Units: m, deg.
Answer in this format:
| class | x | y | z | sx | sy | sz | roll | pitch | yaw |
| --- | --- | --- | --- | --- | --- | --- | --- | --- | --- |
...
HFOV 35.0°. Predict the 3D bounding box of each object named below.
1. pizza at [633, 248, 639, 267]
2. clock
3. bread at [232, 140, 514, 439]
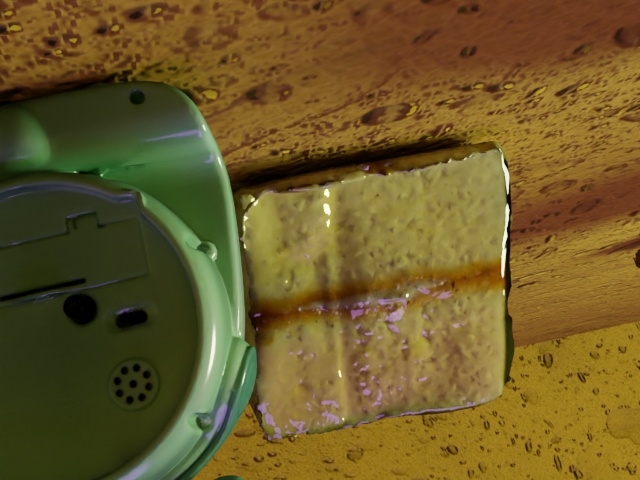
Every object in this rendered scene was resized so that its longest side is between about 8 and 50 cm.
| class | x | y | z | sx | sy | sz | roll | pitch | yaw |
| --- | --- | --- | --- | --- | --- | --- | --- | --- | --- |
| pizza | 0.458 | -0.003 | 1.159 | 0.130 | 0.041 | 0.178 | 1 | 163 | -39 |
| clock | -0.097 | 0.039 | 0.394 | 0.148 | 0.189 | 0.060 | -14 | 169 | -2 |
| bread | -0.001 | 0.000 | 0.687 | 0.167 | 0.163 | 0.264 | -10 | -161 | -17 |
